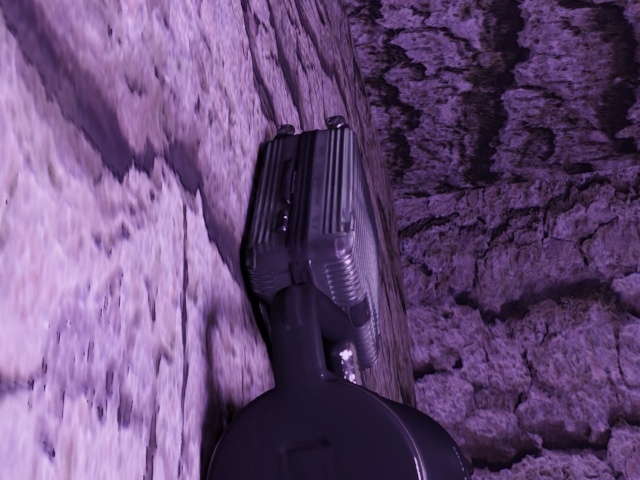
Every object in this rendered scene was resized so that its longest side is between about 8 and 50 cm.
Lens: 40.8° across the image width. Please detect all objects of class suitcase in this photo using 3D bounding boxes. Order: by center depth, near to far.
[{"bbox_3d":[0.000,0.000,1.028,0.312,0.128,0.202,-85,164,-54],"label":"suitcase"}]

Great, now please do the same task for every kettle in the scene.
[{"bbox_3d":[0.038,0.203,0.791,0.308,0.203,0.262,52,57,-68],"label":"kettle"}]
